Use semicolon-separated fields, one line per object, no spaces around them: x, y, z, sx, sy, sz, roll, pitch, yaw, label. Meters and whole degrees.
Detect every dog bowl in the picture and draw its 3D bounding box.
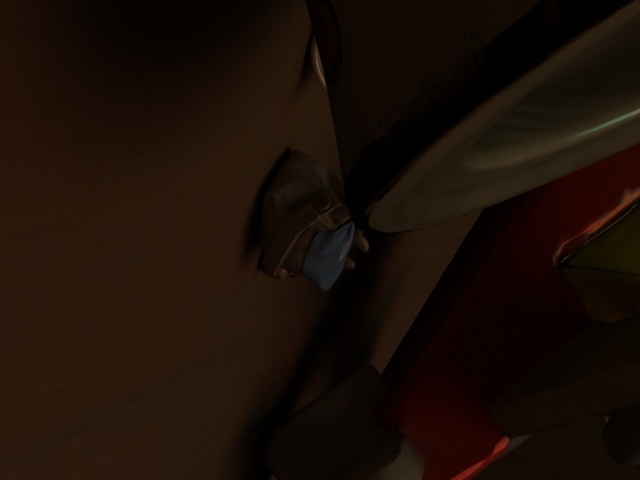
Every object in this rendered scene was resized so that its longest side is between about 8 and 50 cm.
0.159;-0.159;0.523;0.408;0.150;0.408;-26;173;-3;dog bowl

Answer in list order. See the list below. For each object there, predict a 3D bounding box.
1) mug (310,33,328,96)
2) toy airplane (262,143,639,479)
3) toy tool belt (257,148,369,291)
0.036;-0.096;0.772;0.064;0.062;0.078;-65;179;-52;mug
0.146;0.082;1.098;0.384;0.272;0.386;-49;-168;25;toy airplane
0.000;0.000;0.816;0.052;0.051;0.083;-60;168;-30;toy tool belt
